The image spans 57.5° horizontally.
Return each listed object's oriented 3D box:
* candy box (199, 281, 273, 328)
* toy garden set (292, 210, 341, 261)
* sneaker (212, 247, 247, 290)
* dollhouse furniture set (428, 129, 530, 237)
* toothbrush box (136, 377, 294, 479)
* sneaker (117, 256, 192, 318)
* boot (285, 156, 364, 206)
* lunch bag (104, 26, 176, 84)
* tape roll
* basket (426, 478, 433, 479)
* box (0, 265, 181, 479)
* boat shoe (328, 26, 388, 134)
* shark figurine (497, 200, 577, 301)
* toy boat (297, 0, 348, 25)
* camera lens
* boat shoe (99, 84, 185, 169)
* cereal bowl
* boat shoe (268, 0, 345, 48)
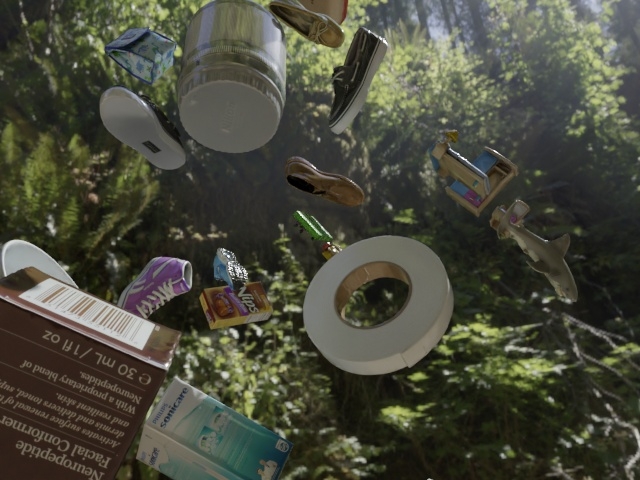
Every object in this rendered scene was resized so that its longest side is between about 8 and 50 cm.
[{"bbox_3d":[-0.242,0.185,1.683,0.186,0.109,0.053,-5,-35,-37],"label":"candy box"},{"bbox_3d":[0.000,0.000,1.908,0.049,0.204,0.244,-44,-9,6],"label":"toy garden set"},{"bbox_3d":[-0.248,0.090,1.568,0.063,0.162,0.073,21,-71,-35],"label":"sneaker"},{"bbox_3d":[0.516,-0.211,1.776,0.198,0.286,0.303,-47,-29,-2],"label":"dollhouse furniture set"},{"bbox_3d":[-0.237,0.460,1.272,0.295,0.126,0.216,28,-42,1],"label":"toothbrush box"},{"bbox_3d":[-0.477,0.157,1.708,0.160,0.282,0.102,3,-41,24],"label":"sneaker"},{"bbox_3d":[0.013,-0.178,2.027,0.305,0.115,0.112,23,-57,-13],"label":"boot"},{"bbox_3d":[-0.493,-0.520,1.600,0.151,0.129,0.096,26,-43,2],"label":"lunch bag"},{"bbox_3d":[0.143,0.157,1.491,0.391,0.392,0.072,-14,-45,17],"label":"tape roll"},{"bbox_3d":[0.270,0.658,1.332,0.113,0.167,0.103,3,15,45],"label":"basket"},{"bbox_3d":[-0.317,0.240,0.603,0.191,0.382,0.143,26,3,-10],"label":"box"},{"bbox_3d":[0.085,-0.484,1.758,0.119,0.335,0.121,28,-14,-22],"label":"boat shoe"},{"bbox_3d":[0.552,0.007,1.447,0.278,0.166,0.116,46,-67,-2],"label":"shark figurine"},{"bbox_3d":[0.030,-0.674,1.488,0.151,0.151,0.231,36,-25,15],"label":"toy boat"},{"bbox_3d":[-0.182,-0.351,1.226,0.219,0.274,0.219,-1,-35,-1],"label":"camera lens"},{"bbox_3d":[-0.291,-0.200,0.972,0.080,0.076,0.228,-16,-22,11],"label":"boat shoe"},{"bbox_3d":[-0.588,0.175,1.188,0.141,0.339,0.339,-30,-33,-4],"label":"cereal bowl"},{"bbox_3d":[-0.026,-0.407,1.094,0.153,0.048,0.056,35,-49,0],"label":"boat shoe"}]
